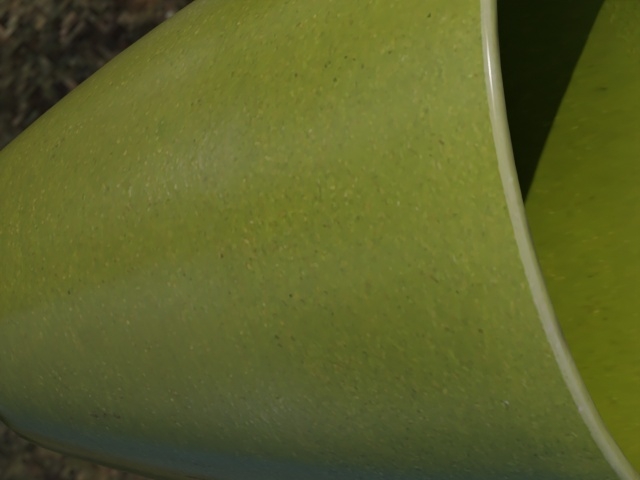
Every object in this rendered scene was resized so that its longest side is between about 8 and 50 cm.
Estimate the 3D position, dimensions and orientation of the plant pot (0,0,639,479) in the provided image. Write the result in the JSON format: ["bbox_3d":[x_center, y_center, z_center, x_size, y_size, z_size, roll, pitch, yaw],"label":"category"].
[{"bbox_3d":[0.000,0.000,0.767,0.293,0.275,0.275,-13,123,29],"label":"plant pot"}]
